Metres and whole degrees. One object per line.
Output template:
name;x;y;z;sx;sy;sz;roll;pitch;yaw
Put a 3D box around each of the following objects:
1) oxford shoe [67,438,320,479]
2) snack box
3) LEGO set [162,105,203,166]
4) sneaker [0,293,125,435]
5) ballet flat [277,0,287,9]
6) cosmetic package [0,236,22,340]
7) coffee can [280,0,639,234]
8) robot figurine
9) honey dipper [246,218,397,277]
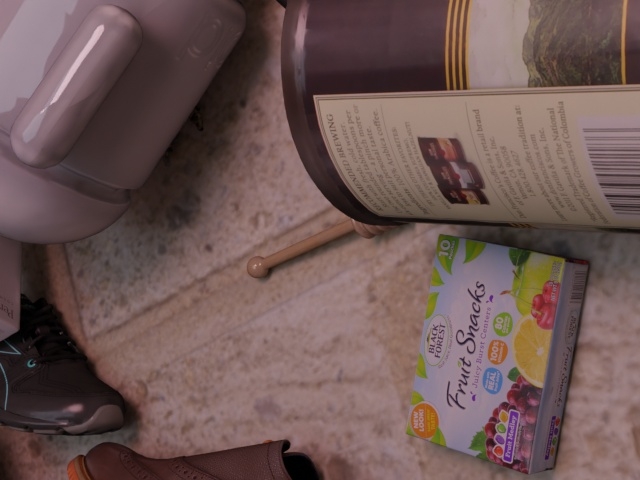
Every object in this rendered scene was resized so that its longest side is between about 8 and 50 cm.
oxford shoe;-0.065;0.214;0.878;0.363;0.130;0.133;16;64;46
snack box;0.116;0.073;0.765;0.100;0.037;0.141;12;94;41
LEGO set;-0.138;-0.098;0.999;0.083;0.023;0.054;-44;61;29
sneaker;-0.275;0.107;1.049;0.267;0.101;0.106;14;93;39
ballet flat;0.062;-0.248;0.809;0.280;0.095;0.096;-38;73;43
cosmetic package;-0.339;-0.018;1.049;0.085;0.117;0.231;-26;51;19
coffee can;0.145;-0.103;0.650;0.275;0.201;0.202;4;89;39
robot figurine;-0.196;-0.143;0.914;0.353;0.199;0.300;-55;15;9
honey dipper;0.000;0.000;0.874;0.160;0.030;0.031;-25;71;38
